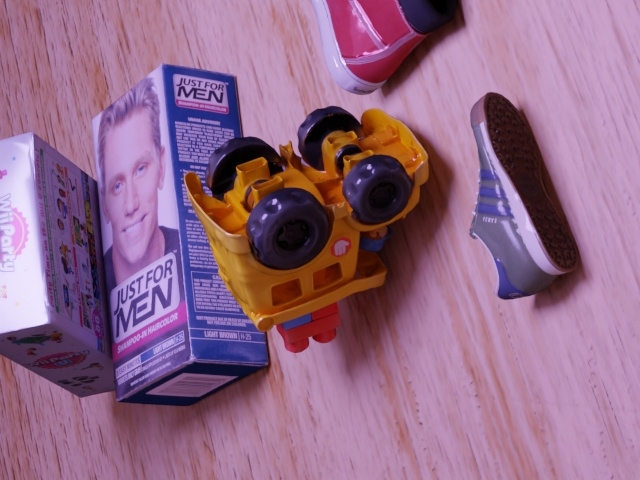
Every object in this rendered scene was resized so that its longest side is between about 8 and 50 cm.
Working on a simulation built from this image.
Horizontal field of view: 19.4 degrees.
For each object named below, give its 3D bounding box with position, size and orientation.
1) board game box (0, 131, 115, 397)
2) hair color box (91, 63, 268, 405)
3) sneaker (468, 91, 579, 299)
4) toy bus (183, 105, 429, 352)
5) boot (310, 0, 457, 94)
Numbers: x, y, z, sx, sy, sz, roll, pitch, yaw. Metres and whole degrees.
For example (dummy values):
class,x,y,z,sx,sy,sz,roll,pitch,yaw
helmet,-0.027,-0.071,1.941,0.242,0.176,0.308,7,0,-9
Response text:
class,x,y,z,sx,sy,sz,roll,pitch,yaw
board game box,-0.297,0.035,2.131,0.097,0.303,0.224,-12,70,12
hair color box,-0.163,-0.004,2.106,0.174,0.105,0.347,-30,60,49
sneaker,0.160,-0.034,1.682,0.086,0.064,0.192,-42,55,38
toy bus,0.000,0.000,1.834,0.149,0.220,0.211,-131,23,-54
boot,0.054,-0.292,1.861,0.176,0.088,0.244,-41,61,44
